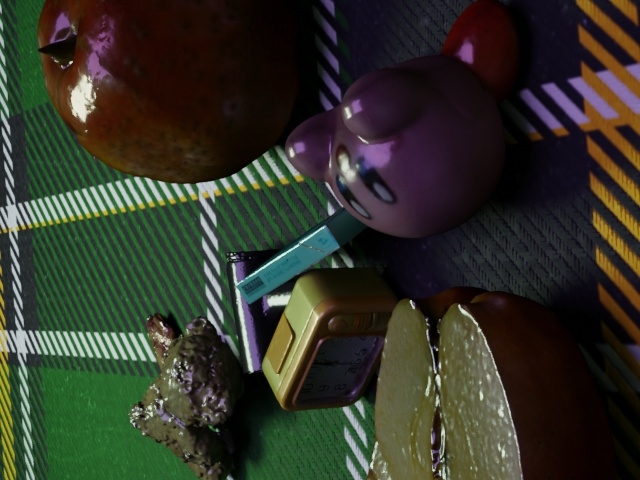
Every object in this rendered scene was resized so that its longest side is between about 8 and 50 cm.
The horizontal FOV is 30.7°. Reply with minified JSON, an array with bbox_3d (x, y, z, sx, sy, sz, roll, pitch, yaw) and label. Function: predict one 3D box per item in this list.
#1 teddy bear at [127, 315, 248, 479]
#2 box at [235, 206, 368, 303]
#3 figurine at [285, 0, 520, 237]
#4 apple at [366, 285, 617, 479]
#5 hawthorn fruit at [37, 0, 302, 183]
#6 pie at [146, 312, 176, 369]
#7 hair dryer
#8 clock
[{"bbox_3d":[-0.209,0.252,1.937,0.256,0.156,0.267,-49,53,43],"label":"teddy bear"},{"bbox_3d":[0.000,0.000,1.602,0.041,0.162,0.229,55,139,-2],"label":"box"},{"bbox_3d":[0.124,-0.117,1.399,0.211,0.261,0.270,55,141,-4],"label":"figurine"},{"bbox_3d":[0.169,0.234,1.290,0.329,0.295,0.365,0,89,26],"label":"apple"},{"bbox_3d":[-0.238,-0.273,1.733,0.403,0.403,0.403,7,99,55],"label":"hawthorn fruit"},{"bbox_3d":[-0.286,0.198,2.143,0.170,0.034,0.092,64,143,30],"label":"pie"},{"bbox_3d":[-0.042,0.096,1.752,0.251,0.089,0.197,-14,81,48],"label":"hair dryer"},{"bbox_3d":[0.015,0.138,1.613,0.096,0.143,0.202,56,136,39],"label":"clock"}]
